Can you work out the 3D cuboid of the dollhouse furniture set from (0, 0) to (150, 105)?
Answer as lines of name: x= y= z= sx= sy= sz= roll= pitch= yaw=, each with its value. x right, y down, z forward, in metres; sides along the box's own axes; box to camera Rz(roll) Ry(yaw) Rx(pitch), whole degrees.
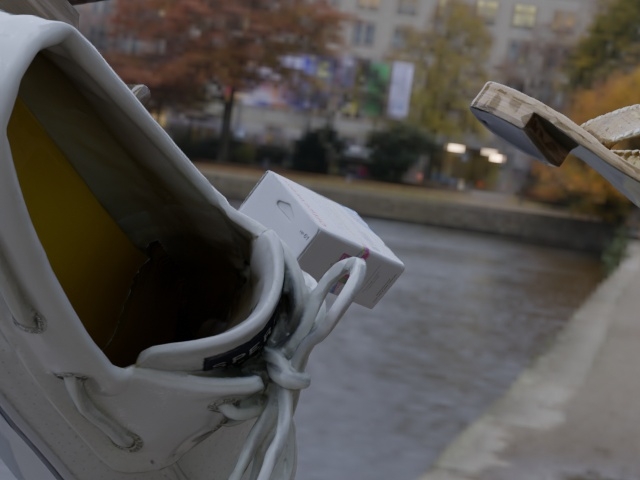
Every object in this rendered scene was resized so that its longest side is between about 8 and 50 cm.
dollhouse furniture set: x=-0.161 y=-0.221 z=1.129 sx=0.212 sy=0.242 sz=0.161 roll=6 pitch=-36 yaw=48

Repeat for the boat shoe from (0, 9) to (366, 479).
boat shoe: x=-0.055 y=0.033 z=0.622 sx=0.156 sy=0.136 sz=0.367 roll=6 pitch=-34 yaw=29

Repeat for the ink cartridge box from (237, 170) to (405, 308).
ink cartridge box: x=0.000 y=0.000 z=1.282 sx=0.122 sy=0.052 sz=0.088 roll=25 pitch=18 yaw=-48

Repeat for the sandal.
sandal: x=0.209 y=-0.069 z=1.000 sx=0.240 sy=0.079 sz=0.088 roll=33 pitch=-5 yaw=37

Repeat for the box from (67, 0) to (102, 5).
box: x=-0.173 y=-0.346 z=1.468 sx=0.381 sy=0.191 sz=0.143 roll=-5 pitch=-42 yaw=28
